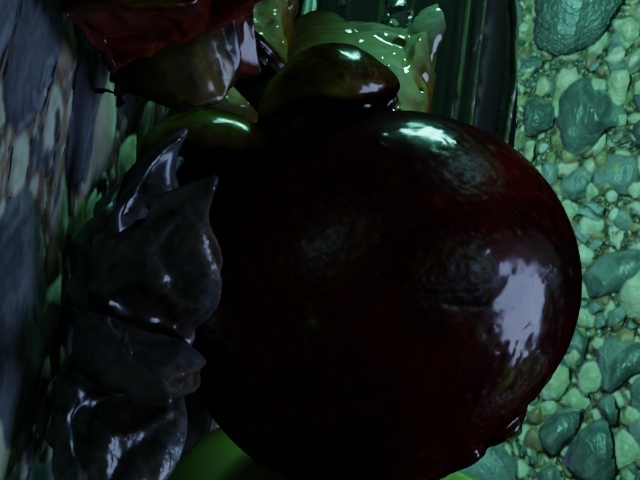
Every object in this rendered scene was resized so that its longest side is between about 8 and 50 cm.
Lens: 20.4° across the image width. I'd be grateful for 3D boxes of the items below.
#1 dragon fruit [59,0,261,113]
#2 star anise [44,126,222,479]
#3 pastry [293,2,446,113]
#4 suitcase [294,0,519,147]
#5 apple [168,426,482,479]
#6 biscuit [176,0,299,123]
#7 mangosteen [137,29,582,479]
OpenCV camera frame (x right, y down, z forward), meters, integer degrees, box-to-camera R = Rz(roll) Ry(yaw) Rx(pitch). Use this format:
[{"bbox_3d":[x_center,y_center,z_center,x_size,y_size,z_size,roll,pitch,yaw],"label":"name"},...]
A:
[{"bbox_3d":[-0.081,-0.117,0.753,0.092,0.122,0.192,-40,164,-15],"label":"dragon fruit"},{"bbox_3d":[-0.081,0.038,0.773,0.180,0.061,0.204,136,-35,-68],"label":"star anise"},{"bbox_3d":[0.000,0.000,1.209,0.329,0.136,0.330,8,90,-85],"label":"pastry"},{"bbox_3d":[0.076,-0.094,1.595,0.434,0.194,0.283,71,26,-74],"label":"suitcase"},{"bbox_3d":[0.011,0.235,1.042,0.279,0.279,0.279,7,90,-84],"label":"apple"},{"bbox_3d":[-0.042,-0.127,1.041,0.118,0.061,0.183,91,7,-53],"label":"biscuit"},{"bbox_3d":[0.010,0.003,0.916,0.257,0.215,0.215,53,5,4],"label":"mangosteen"}]
